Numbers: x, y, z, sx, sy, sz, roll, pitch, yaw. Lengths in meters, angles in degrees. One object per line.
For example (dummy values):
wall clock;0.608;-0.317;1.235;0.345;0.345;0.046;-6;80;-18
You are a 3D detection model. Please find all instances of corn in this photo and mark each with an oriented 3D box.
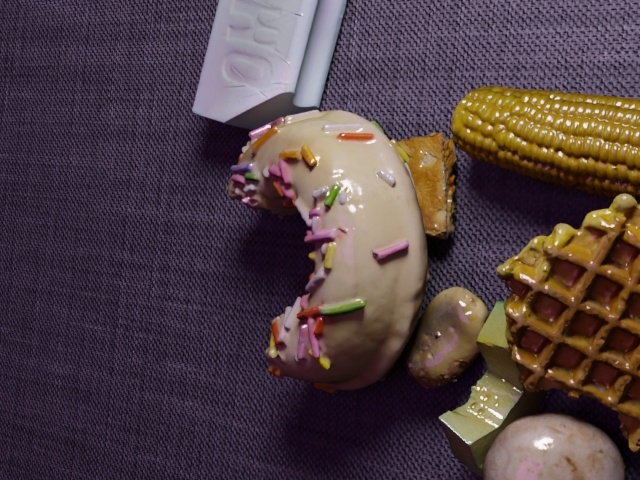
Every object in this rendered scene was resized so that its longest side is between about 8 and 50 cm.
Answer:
corn;0.313;-0.109;1.206;0.363;0.120;0.120;14;96;38

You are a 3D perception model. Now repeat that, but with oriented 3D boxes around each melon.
melon;0.214;0.177;1.261;0.064;0.118;0.209;31;93;46

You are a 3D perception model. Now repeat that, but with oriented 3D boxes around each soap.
soap;-0.067;-0.296;1.494;0.173;0.095;0.289;21;99;35

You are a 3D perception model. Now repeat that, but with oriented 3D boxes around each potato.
potato;0.160;0.123;1.326;0.091;0.070;0.138;48;112;34

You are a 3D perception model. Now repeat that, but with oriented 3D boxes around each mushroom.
mushroom;0.269;0.278;1.211;0.166;0.127;0.166;1;93;13

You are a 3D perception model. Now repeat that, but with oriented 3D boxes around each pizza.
pizza;0.132;-0.080;1.371;0.134;0.046;0.175;-45;64;27

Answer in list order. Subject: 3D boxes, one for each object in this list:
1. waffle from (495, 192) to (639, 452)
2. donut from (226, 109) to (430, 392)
waffle;0.340;0.096;1.141;0.301;0.058;0.281;47;112;-3
donut;0.006;0.005;1.356;0.307;0.150;0.371;-31;68;52
